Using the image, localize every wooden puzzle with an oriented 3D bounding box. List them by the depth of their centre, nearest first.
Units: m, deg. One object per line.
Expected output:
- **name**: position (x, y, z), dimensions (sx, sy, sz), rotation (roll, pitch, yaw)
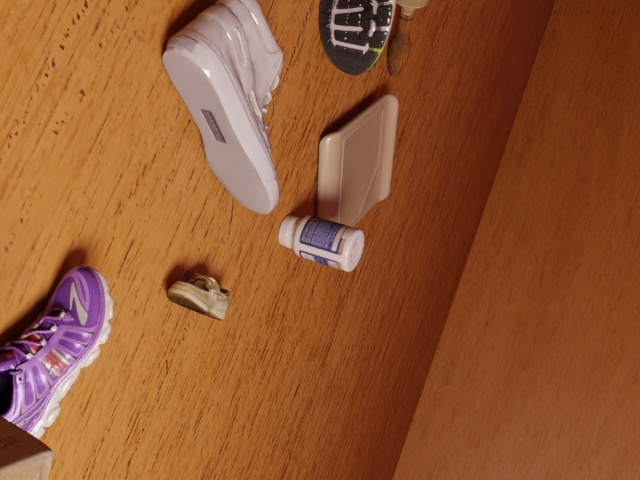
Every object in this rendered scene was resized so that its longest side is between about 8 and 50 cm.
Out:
- **wooden puzzle**: position (0.060, -0.124, 1.169), dimensions (0.238, 0.044, 0.221), rotation (-40, 141, -46)

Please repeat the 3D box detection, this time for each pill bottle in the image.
- **pill bottle**: position (0.000, 0.000, 1.001), dimensions (0.067, 0.120, 0.067), rotation (-49, 148, -46)

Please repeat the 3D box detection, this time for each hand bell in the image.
- **hand bell**: position (0.146, -0.383, 1.139), dimensions (0.126, 0.126, 0.242), rotation (-57, 165, -35)

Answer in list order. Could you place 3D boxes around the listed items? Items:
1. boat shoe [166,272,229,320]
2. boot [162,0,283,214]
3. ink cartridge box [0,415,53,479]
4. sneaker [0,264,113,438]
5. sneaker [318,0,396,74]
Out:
- **boat shoe**: position (-0.146, 0.063, 0.804), dimensions (0.135, 0.050, 0.045), rotation (63, 44, -73)
- **boot**: position (-0.076, -0.149, 0.745), dimensions (0.123, 0.095, 0.258), rotation (-54, 151, -25)
- **ink cartridge box**: position (-0.289, 0.132, 0.314), dimensions (0.234, 0.193, 0.088), rotation (-7, 114, -65)
- **sneaker**: position (-0.242, 0.097, 0.574), dimensions (0.170, 0.068, 0.071), rotation (-66, 151, -15)
- **sneaker**: position (0.077, -0.386, 0.936), dimensions (0.121, 0.111, 0.300), rotation (-34, 138, -63)
